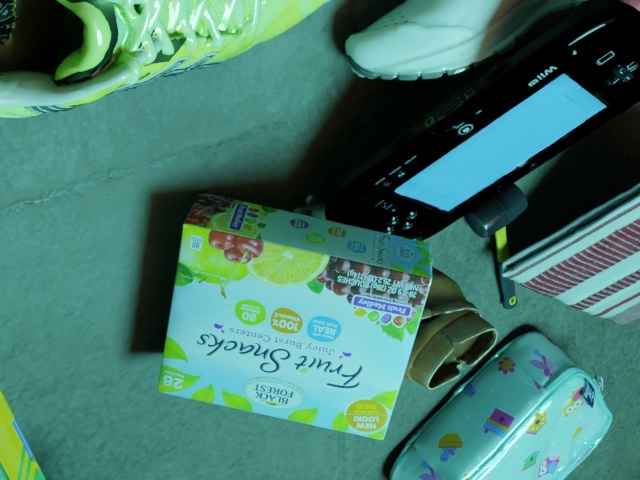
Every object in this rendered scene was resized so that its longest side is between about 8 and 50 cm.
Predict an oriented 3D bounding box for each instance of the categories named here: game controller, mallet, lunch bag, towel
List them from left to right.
[{"bbox_3d":[0.152,-0.091,0.893,0.319,0.067,0.166,-35,161,25],"label":"game controller"},{"bbox_3d":[0.193,0.019,1.123,0.062,0.039,0.189,-30,138,-19],"label":"mallet"},{"bbox_3d":[0.237,0.258,1.274,0.279,0.108,0.224,-44,137,-3],"label":"lunch bag"},{"bbox_3d":[0.375,0.010,1.174,0.237,0.037,0.329,-34,148,27],"label":"towel"}]

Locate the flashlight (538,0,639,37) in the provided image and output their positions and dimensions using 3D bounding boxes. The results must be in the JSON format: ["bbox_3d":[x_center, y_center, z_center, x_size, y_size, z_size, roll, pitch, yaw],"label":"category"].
[{"bbox_3d":[0.306,-0.233,0.980,0.304,0.103,0.103,-41,110,-5],"label":"flashlight"}]

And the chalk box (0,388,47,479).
[{"bbox_3d":[-0.315,0.101,0.678,0.180,0.179,0.288,-29,134,-19],"label":"chalk box"}]

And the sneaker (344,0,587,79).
[{"bbox_3d":[0.147,-0.228,0.862,0.297,0.111,0.129,-28,109,-4],"label":"sneaker"}]

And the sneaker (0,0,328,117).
[{"bbox_3d":[-0.125,-0.148,0.669,0.385,0.147,0.145,-21,129,-26],"label":"sneaker"}]

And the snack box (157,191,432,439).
[{"bbox_3d":[-0.024,0.068,0.885,0.207,0.070,0.174,14,118,-1],"label":"snack box"}]

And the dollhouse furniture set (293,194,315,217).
[{"bbox_3d":[0.000,0.000,0.975,0.114,0.091,0.081,-9,85,-60],"label":"dollhouse furniture set"}]

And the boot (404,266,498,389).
[{"bbox_3d":[0.058,0.101,0.988,0.197,0.152,0.073,-40,137,-7],"label":"boot"}]
